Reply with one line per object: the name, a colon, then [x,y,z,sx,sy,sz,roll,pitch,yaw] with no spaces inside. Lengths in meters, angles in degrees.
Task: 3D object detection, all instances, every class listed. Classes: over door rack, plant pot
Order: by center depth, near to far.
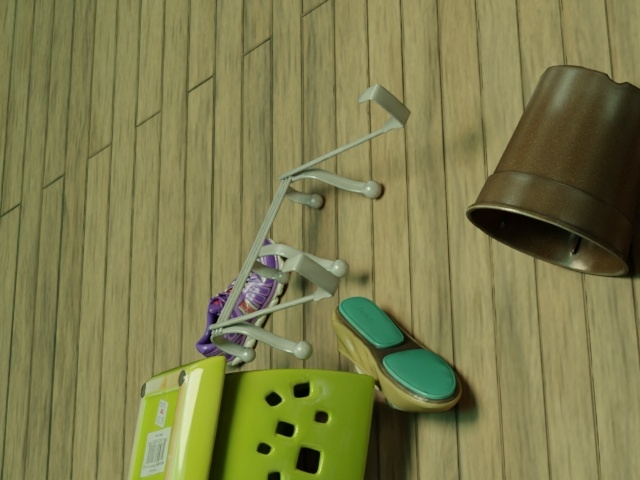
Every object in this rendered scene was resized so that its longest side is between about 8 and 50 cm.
plant pot: [0.249,-0.071,1.744,0.167,0.167,0.165,8,72,54]
plant pot: [-0.087,0.243,1.935,0.228,0.207,0.227,159,123,-65]
over door rack: [0.000,0.000,1.995,0.239,0.108,0.324,-67,12,-24]

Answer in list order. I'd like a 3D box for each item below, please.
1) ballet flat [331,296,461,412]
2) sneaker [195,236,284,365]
ballet flat: [0.084,0.140,1.938,0.232,0.080,0.073,-133,40,-54]
sneaker: [-0.099,0.074,2.191,0.068,0.071,0.170,30,98,54]
